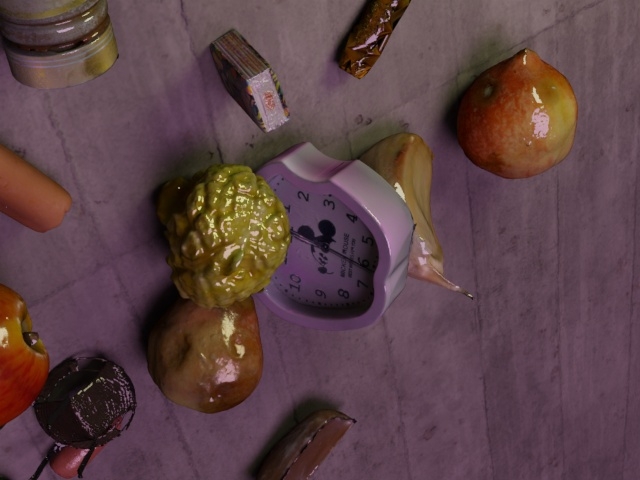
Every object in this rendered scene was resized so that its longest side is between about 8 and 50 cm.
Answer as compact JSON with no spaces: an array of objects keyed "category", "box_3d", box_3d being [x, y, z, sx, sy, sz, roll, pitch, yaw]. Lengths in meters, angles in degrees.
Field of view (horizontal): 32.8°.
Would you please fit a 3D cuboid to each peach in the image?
[{"category":"peach","box_3d":[-0.195,0.187,1.939,0.214,0.214,0.235,11,105,-43]},{"category":"peach","box_3d":[0.377,-0.249,2.076,0.232,0.232,0.256,-25,124,-23]},{"category":"peach","box_3d":[-0.553,0.180,1.623,0.281,0.238,0.281,-20,174,-2]}]

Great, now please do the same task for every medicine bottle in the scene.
[{"category":"medicine bottle","box_3d":[-0.370,-0.374,1.424,0.151,0.151,0.322,-25,133,-23]}]

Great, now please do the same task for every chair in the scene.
[{"category":"chair","box_3d":[-0.431,0.309,1.888,0.213,0.149,0.174,-48,119,-46]}]

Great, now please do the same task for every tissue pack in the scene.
[{"category":"tissue pack","box_3d":[-0.113,-0.253,1.724,0.060,0.148,0.108,-31,134,-9]}]

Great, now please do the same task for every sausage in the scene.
[{"category":"sausage","box_3d":[-0.480,-0.099,1.586,0.086,0.086,0.289,-49,139,1]},{"category":"sausage","box_3d":[-0.427,0.366,1.984,0.154,0.062,0.062,-47,137,-2]}]

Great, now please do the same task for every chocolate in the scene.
[{"category":"chocolate","box_3d":[-0.050,0.454,2.341,0.261,0.083,0.161,-50,155,3]}]

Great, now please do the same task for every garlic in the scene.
[{"category":"garlic","box_3d":[0.162,-0.052,1.968,0.196,0.338,0.151,3,146,-23]}]

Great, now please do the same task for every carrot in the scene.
[{"category":"carrot","box_3d":[0.106,-0.387,1.866,0.069,0.069,0.228,19,106,-45]}]

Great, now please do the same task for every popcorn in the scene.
[{"category":"popcorn","box_3d":[-0.175,-0.007,1.825,0.206,0.252,0.236,-30,101,-32]}]

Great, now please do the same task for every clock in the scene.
[{"category":"clock","box_3d":[0.000,0.000,1.913,0.102,0.339,0.338,-42,145,-49]}]

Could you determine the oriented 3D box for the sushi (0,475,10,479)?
[{"category":"sushi","box_3d":[-0.599,0.524,1.922,0.136,0.126,0.225,4,123,-42]}]
